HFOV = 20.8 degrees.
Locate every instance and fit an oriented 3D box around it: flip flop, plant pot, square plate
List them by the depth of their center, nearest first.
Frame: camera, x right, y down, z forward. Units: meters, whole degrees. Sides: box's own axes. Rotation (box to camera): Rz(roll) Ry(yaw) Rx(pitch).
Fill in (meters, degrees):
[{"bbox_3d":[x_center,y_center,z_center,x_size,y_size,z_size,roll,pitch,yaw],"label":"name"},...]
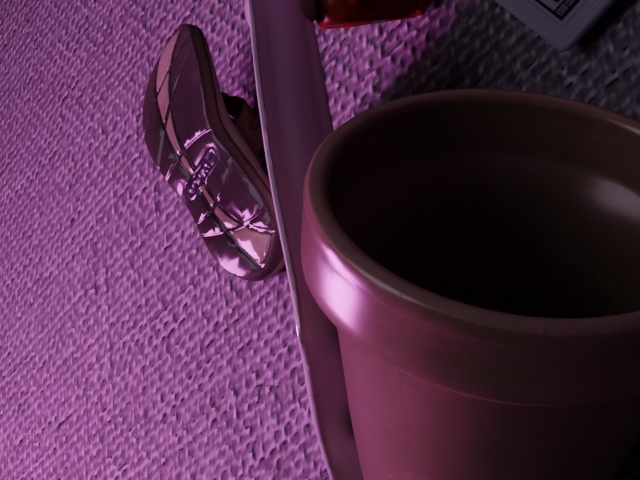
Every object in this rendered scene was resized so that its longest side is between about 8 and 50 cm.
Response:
[{"bbox_3d":[0.111,0.065,1.071,0.263,0.263,0.229,-120,28,-49],"label":"plant pot"},{"bbox_3d":[0.000,0.000,1.307,0.347,0.049,0.344,78,-177,-59],"label":"square plate"},{"bbox_3d":[-0.086,-0.081,1.622,0.112,0.080,0.277,-52,54,34],"label":"flip flop"}]

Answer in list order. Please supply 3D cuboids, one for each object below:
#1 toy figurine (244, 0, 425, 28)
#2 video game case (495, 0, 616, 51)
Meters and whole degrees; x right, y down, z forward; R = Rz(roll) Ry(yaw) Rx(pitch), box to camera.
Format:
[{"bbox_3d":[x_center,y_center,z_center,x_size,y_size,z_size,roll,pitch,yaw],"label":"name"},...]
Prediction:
[{"bbox_3d":[-0.004,-0.282,1.390,0.209,0.148,0.213,97,161,-47],"label":"toy figurine"},{"bbox_3d":[0.133,-0.313,1.094,0.329,0.300,0.036,-49,6,44],"label":"video game case"}]
